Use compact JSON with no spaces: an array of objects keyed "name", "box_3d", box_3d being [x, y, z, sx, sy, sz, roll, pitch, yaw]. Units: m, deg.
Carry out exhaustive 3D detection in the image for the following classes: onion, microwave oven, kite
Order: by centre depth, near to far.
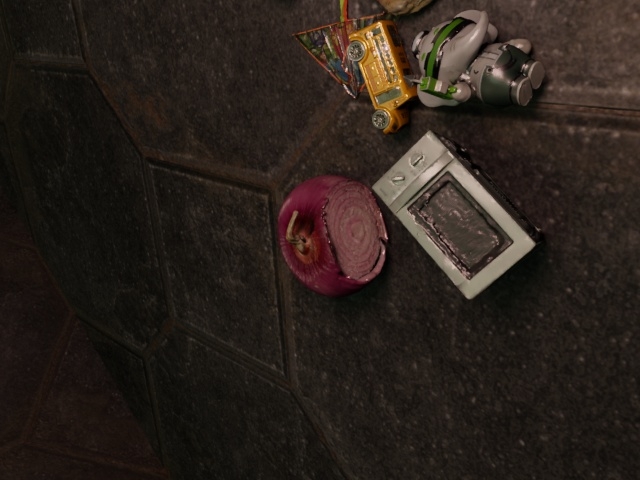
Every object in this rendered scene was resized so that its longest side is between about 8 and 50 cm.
[{"name":"microwave oven","box_3d":[0.200,-0.039,0.849,0.122,0.162,0.208,-44,74,20]},{"name":"kite","box_3d":[0.036,-0.326,0.994,0.241,0.014,0.184,13,117,43]},{"name":"onion","box_3d":[0.010,-0.005,1.062,0.200,0.201,0.207,-22,113,48]}]

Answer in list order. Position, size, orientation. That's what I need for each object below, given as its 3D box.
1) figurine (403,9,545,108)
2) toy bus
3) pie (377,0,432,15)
[{"name":"figurine","box_3d":[0.197,-0.238,0.800,0.192,0.126,0.147,34,95,38]},{"name":"toy bus","box_3d":[0.103,-0.247,0.917,0.074,0.069,0.162,-17,97,31]},{"name":"pie","box_3d":[0.104,-0.435,0.843,0.218,0.052,0.185,56,139,13]}]
